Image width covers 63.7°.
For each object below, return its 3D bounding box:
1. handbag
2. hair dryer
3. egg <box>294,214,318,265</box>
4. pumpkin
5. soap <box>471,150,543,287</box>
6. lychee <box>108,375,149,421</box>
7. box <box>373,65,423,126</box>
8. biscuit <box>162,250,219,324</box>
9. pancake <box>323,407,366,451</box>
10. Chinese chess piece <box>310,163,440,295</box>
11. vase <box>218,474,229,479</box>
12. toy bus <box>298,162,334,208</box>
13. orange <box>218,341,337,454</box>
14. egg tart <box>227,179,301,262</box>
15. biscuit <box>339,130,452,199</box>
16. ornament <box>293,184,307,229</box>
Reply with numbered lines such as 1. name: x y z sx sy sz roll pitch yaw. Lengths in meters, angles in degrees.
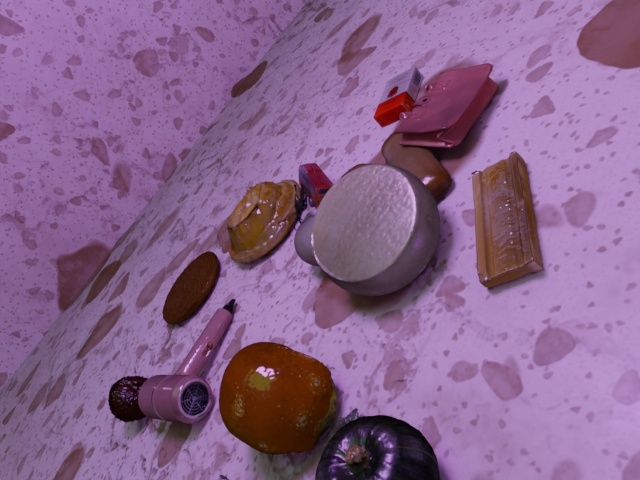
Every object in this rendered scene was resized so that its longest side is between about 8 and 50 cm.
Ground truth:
1. handbag: 0.267 -0.287 1.100 0.157 0.059 0.213 13 58 47
2. hair dryer: -0.289 0.274 1.256 0.189 0.107 0.345 -16 38 45
3. egg: 0.000 0.000 1.136 0.114 0.114 0.152 -64 13 -24
4. pumpkin: 0.071 0.305 0.666 0.167 0.125 0.167 -26 7 3
5. soap: 0.299 -0.038 0.843 0.092 0.037 0.252 -28 36 37
6. lychee: -0.493 0.414 1.349 0.129 0.123 0.123 119 166 -46
7. box: 0.207 -0.381 1.367 0.100 0.048 0.152 -17 45 48
8. biscuit: -0.401 0.149 1.607 0.261 0.037 0.262 -34 33 26
9. pancake: 0.049 0.318 0.791 0.129 0.022 0.116 -4 55 52
10. Chinese chess piece: 0.100 -0.020 0.967 0.250 0.101 0.251 -17 60 32
11. vase: -0.134 0.529 0.587 0.249 0.250 0.446 -8 50 51
12. toy bus: -0.010 -0.143 1.340 0.064 0.077 0.192 -10 30 -13
13. orange: -0.093 0.272 0.907 0.237 0.158 0.180 6 77 55
14. egg tart: -0.178 -0.070 1.475 0.290 0.115 0.290 -36 30 25
15. biscuit: 0.147 -0.125 1.135 0.236 0.062 0.291 -39 32 17
16. ornament: -0.052 -0.082 1.336 0.073 0.028 0.125 -147 58 -67
